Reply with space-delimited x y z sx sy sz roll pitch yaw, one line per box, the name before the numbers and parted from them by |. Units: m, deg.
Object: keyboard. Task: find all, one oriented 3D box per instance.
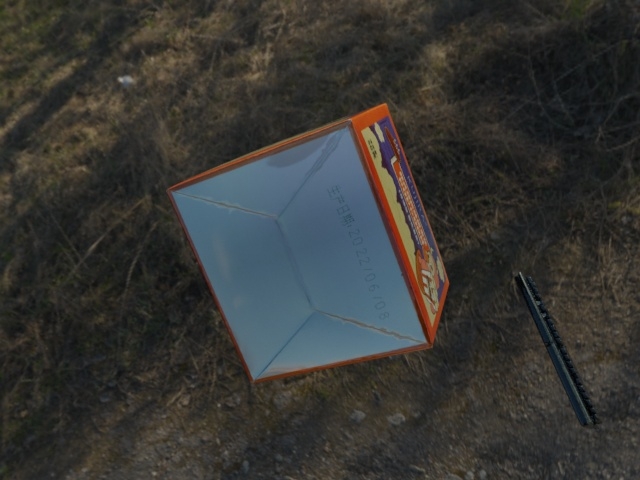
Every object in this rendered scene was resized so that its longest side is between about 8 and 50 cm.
keyboard | 0.336 0.153 0.819 0.025 0.094 0.230 -27 60 20

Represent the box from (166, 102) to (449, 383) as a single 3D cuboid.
box | 0.000 0.000 0.942 0.319 0.348 0.257 -18 11 21
